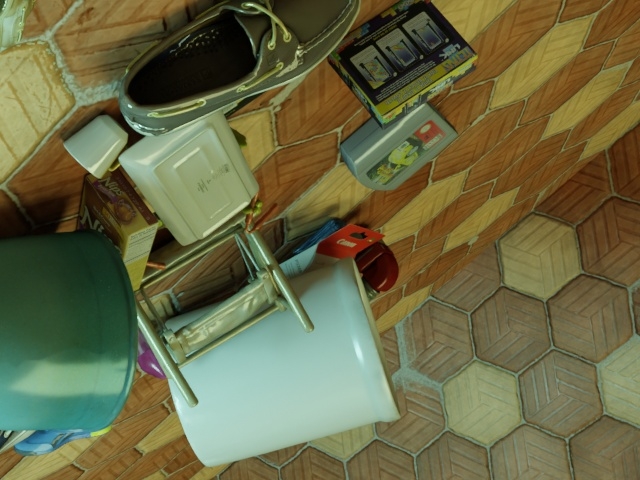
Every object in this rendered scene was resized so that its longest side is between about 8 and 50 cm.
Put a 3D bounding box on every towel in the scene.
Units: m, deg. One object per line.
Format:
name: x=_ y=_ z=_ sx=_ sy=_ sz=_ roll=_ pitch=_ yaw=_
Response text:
towel: x=0.000 y=0.000 z=2.127 sx=0.119 sy=0.029 sz=0.067 roll=-42 pitch=162 yaw=15

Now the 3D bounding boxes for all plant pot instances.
plant pot: x=-0.408 y=0.120 z=1.288 sx=0.255 sy=0.271 sz=0.271 roll=-1 pitch=143 yaw=-41

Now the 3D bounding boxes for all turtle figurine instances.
turtle figurine: x=-0.169 y=-0.073 z=1.508 sx=0.269 sy=0.087 sz=0.217 roll=-17 pitch=148 yaw=-28

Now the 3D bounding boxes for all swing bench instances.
swing bench: x=-0.188 y=0.092 z=1.714 sx=0.253 sy=0.255 sz=0.165 roll=-31 pitch=-159 yaw=-14

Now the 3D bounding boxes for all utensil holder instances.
utensil holder: x=-0.074 y=0.238 z=1.972 sx=0.385 sy=0.327 sz=0.327 roll=-16 pitch=163 yaw=3

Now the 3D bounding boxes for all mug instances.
mug: x=-0.270 y=-0.120 z=1.251 sx=0.064 sy=0.062 sz=0.078 roll=-46 pitch=-176 yaw=1

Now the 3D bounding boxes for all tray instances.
tray: x=-0.162 y=-0.081 z=1.364 sx=0.145 sy=0.030 sz=0.270 roll=-38 pitch=155 yaw=-7

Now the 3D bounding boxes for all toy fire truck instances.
toy fire truck: x=0.087 y=0.122 z=2.243 sx=0.217 sy=0.246 sz=0.158 roll=-40 pitch=163 yaw=11

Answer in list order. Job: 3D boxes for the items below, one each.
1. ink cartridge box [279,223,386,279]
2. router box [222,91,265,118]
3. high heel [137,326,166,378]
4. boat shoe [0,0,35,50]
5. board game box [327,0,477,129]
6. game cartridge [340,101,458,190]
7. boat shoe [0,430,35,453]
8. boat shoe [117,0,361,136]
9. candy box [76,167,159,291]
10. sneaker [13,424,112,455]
ink cartridge box: x=0.013 y=0.053 z=2.115 sx=0.232 sy=0.066 sz=0.189 roll=-25 pitch=162 yaw=22
router box: x=-0.083 y=-0.239 z=1.307 sx=0.179 sy=0.046 sz=0.133 roll=-35 pitch=163 yaw=-6
high heel: x=-0.311 y=0.244 z=2.013 sx=0.082 sy=0.117 sz=0.244 roll=-33 pitch=163 yaw=-11
boat shoe: x=-0.291 y=-0.225 z=0.944 sx=0.045 sy=0.050 sz=0.135 roll=-28 pitch=171 yaw=-36
board game box: x=0.118 y=-0.263 z=1.473 sx=0.170 sy=0.141 sz=0.048 roll=-33 pitch=163 yaw=-8
game cartridge: x=0.146 y=-0.178 z=1.907 sx=0.196 sy=0.060 sz=0.294 roll=-36 pitch=163 yaw=13
boat shoe: x=-0.628 y=0.346 z=1.694 sx=0.340 sy=0.127 sz=0.158 roll=-42 pitch=157 yaw=-7
boat shoe: x=-0.089 y=-0.228 z=1.187 sx=0.324 sy=0.116 sz=0.097 roll=-29 pitch=180 yaw=-6
candy box: x=-0.287 y=-0.008 z=1.412 sx=0.053 sy=0.109 sz=0.187 roll=-28 pitch=160 yaw=-33
sneaker: x=-0.519 y=0.368 z=2.055 sx=0.209 sy=0.069 sz=0.082 roll=-15 pitch=121 yaw=-32
